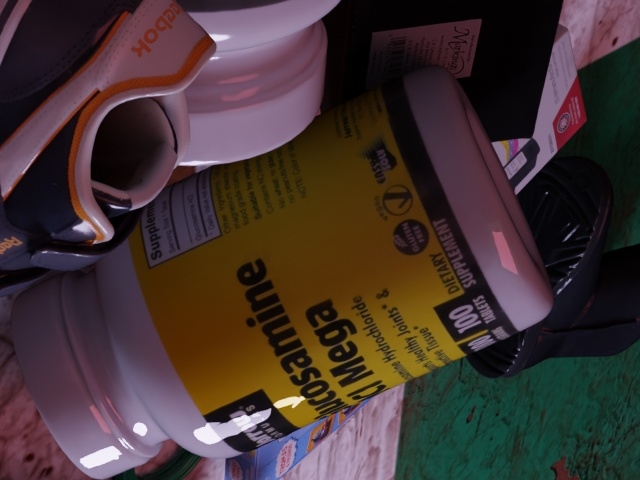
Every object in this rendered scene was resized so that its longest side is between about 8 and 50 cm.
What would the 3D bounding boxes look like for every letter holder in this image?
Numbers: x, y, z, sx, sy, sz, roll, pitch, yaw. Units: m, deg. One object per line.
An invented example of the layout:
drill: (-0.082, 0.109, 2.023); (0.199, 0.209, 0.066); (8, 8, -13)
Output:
letter holder: (0.067, -0.235, 1.334); (0.152, 0.214, 0.302); (-9, 145, -10)

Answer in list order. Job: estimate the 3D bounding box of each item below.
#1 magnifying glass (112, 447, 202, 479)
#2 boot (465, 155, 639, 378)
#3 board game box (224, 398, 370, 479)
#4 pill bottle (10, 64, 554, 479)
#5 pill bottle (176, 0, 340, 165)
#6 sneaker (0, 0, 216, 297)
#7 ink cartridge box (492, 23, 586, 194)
magnifying glass: (-0.080, 0.116, 1.559); (0.231, 0.026, 0.092); (-43, 145, -18)
boot: (0.256, 0.018, 1.841); (0.207, 0.094, 0.246); (-10, 132, -44)
board game box: (0.006, 0.104, 1.614); (0.211, 0.039, 0.160); (-39, 152, -32)
pill bottle: (-0.029, 0.032, 1.303); (0.334, 0.188, 0.188); (-25, 147, 10)
pill bottle: (-0.072, -0.237, 1.097); (0.210, 0.210, 0.363); (-29, 137, -36)
sneaker: (-0.160, -0.029, 1.084); (0.126, 0.127, 0.321); (-59, -179, -43)
ink cartridge box: (0.133, -0.093, 1.611); (0.175, 0.072, 0.127); (-46, 146, -17)
